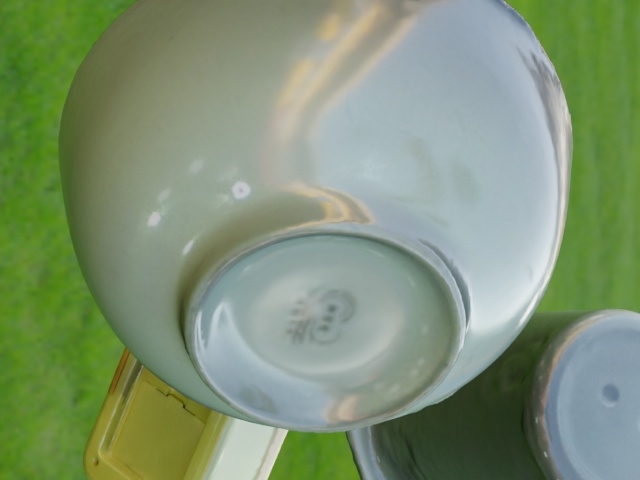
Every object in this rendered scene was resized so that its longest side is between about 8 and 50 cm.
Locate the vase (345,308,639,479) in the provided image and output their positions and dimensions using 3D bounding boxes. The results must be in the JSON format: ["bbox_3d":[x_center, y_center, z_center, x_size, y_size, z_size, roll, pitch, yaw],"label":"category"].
[{"bbox_3d":[0.192,0.166,1.535,0.245,0.291,0.245,2,85,-27],"label":"vase"}]

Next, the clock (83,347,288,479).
[{"bbox_3d":[-0.099,0.135,1.406,0.096,0.143,0.202,11,105,-49],"label":"clock"}]

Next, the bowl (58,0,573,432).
[{"bbox_3d":[0.000,0.000,1.104,0.185,0.354,0.354,-93,172,-51],"label":"bowl"}]
